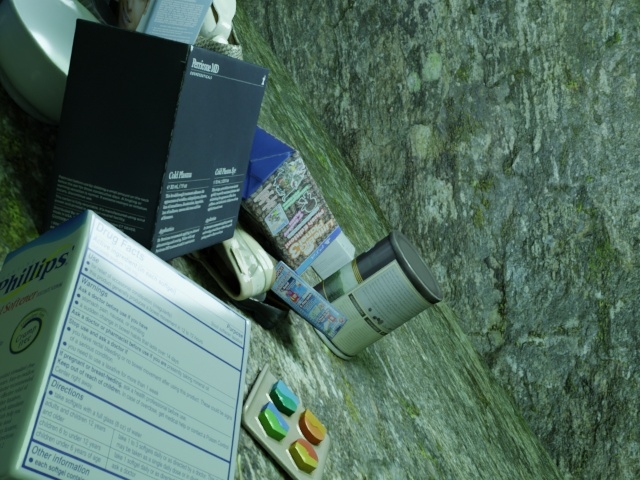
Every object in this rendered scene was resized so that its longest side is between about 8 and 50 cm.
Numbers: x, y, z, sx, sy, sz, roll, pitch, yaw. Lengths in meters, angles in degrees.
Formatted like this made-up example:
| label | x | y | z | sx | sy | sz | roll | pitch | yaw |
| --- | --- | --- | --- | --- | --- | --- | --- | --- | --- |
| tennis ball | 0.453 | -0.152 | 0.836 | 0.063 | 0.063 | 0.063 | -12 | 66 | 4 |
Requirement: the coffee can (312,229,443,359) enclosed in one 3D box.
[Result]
| label | x | y | z | sx | sy | sz | roll | pitch | yaw |
| --- | --- | --- | --- | --- | --- | --- | --- | --- | --- |
| coffee can | 0.125 | 0.133 | 1.771 | 0.201 | 0.275 | 0.201 | 49 | 16 | -19 |

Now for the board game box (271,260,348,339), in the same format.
| label | x | y | z | sx | sy | sz | roll | pitch | yaw |
| --- | --- | --- | --- | --- | --- | --- | --- | --- | --- |
| board game box | -0.064 | 0.102 | 1.535 | 0.194 | 0.060 | 0.194 | 45 | -9 | -35 |

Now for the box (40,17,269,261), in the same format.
| label | x | y | z | sx | sy | sz | roll | pitch | yaw |
| --- | --- | --- | --- | --- | --- | --- | --- | --- | --- |
| box | -0.243 | -0.152 | 1.158 | 0.179 | 0.313 | 0.343 | 16 | 10 | 11 |

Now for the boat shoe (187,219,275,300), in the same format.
| label | x | y | z | sx | sy | sz | roll | pitch | yaw |
| --- | --- | --- | --- | --- | --- | --- | --- | --- | --- |
| boat shoe | -0.212 | -0.010 | 1.396 | 0.302 | 0.109 | 0.098 | 49 | 37 | 16 |

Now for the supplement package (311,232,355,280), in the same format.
| label | x | y | z | sx | sy | sz | roll | pitch | yaw |
| --- | --- | --- | --- | --- | --- | --- | --- | --- | --- |
| supplement package | 0.000 | 0.000 | 1.996 | 0.179 | 0.105 | 0.105 | 51 | 17 | -11 |

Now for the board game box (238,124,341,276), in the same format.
| label | x | y | z | sx | sy | sz | roll | pitch | yaw |
| --- | --- | --- | --- | --- | --- | --- | --- | --- | --- |
| board game box | -0.119 | -0.098 | 1.515 | 0.232 | 0.141 | 0.291 | 36 | -14 | 35 |

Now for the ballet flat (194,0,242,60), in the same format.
| label | x | y | z | sx | sy | sz | roll | pitch | yaw |
| --- | --- | --- | --- | --- | --- | --- | --- | --- | --- |
| ballet flat | -0.250 | -0.511 | 1.556 | 0.164 | 0.182 | 0.483 | 3 | 49 | -32 |

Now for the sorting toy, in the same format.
| label | x | y | z | sx | sy | sz | roll | pitch | yaw |
| --- | --- | --- | --- | --- | --- | --- | --- | --- | --- |
| sorting toy | -0.050 | 0.330 | 1.288 | 0.208 | 0.038 | 0.193 | 53 | 16 | -8 |

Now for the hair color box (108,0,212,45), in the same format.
| label | x | y | z | sx | sy | sz | roll | pitch | yaw |
| --- | --- | --- | --- | --- | --- | --- | --- | --- | --- |
| hair color box | -0.327 | -0.429 | 1.426 | 0.113 | 0.374 | 0.185 | -2 | 53 | -37 |

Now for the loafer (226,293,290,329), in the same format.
| label | x | y | z | sx | sy | sz | roll | pitch | yaw |
| --- | --- | --- | --- | --- | --- | --- | --- | --- | --- |
| loafer | -0.132 | 0.109 | 1.464 | 0.170 | 0.061 | 0.062 | 42 | 21 | -35 |

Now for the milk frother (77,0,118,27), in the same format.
| label | x | y | z | sx | sy | sz | roll | pitch | yaw |
| --- | --- | --- | --- | --- | --- | --- | --- | --- | --- |
| milk frother | -0.456 | -0.403 | 1.430 | 0.129 | 0.134 | 0.143 | 59 | 12 | -28 |

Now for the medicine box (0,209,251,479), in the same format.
| label | x | y | z | sx | sy | sz | roll | pitch | yaw |
| --- | --- | --- | --- | --- | --- | --- | --- | --- | --- |
| medicine box | -0.223 | 0.165 | 0.784 | 0.263 | 0.149 | 0.289 | 42 | 37 | -39 |

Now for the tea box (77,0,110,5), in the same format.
| label | x | y | z | sx | sy | sz | roll | pitch | yaw |
| --- | --- | --- | --- | --- | --- | --- | --- | --- | --- |
| tea box | -0.484 | -0.627 | 1.473 | 0.329 | 0.323 | 0.220 | 34 | 25 | -48 |

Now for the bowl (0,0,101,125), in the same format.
| label | x | y | z | sx | sy | sz | roll | pitch | yaw |
| --- | --- | --- | --- | --- | --- | --- | --- | --- | --- |
| bowl | -0.444 | -0.289 | 1.242 | 0.298 | 0.134 | 0.298 | 50 | 16 | -19 |
